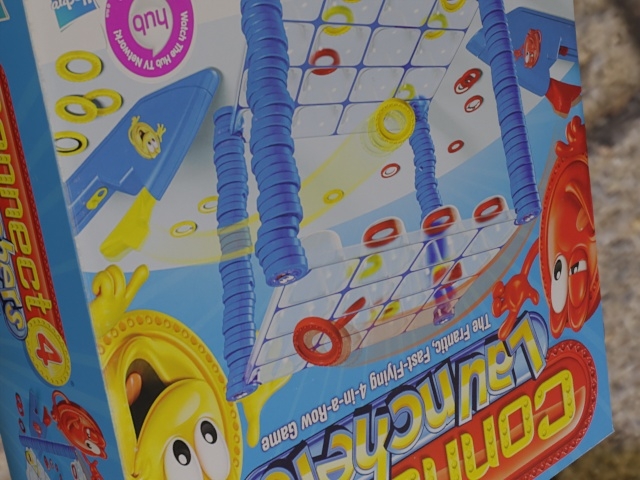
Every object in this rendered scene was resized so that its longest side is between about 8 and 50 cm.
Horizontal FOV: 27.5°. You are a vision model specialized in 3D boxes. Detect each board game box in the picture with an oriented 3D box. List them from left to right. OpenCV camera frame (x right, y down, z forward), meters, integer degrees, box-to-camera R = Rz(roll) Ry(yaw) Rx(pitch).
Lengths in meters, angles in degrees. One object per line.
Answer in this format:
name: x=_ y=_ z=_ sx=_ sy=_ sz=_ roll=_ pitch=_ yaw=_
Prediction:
board game box: x=0.000 y=0.000 z=0.575 sx=0.308 sy=0.086 sz=0.302 roll=-24 pitch=112 yaw=-41
